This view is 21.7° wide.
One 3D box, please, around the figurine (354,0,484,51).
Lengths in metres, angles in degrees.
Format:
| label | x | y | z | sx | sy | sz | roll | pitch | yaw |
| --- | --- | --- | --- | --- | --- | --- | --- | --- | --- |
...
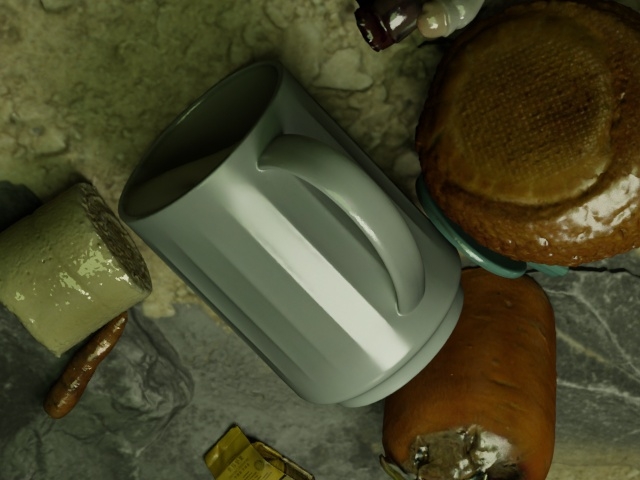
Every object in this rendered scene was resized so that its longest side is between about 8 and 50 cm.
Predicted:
| label | x | y | z | sx | sy | sz | roll | pitch | yaw |
| --- | --- | --- | --- | --- | --- | --- | --- | --- | --- |
| figurine | 0.180 | -0.335 | 1.652 | 0.365 | 0.218 | 0.206 | -23 | 152 | 9 |

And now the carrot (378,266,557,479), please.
| label | x | y | z | sx | sy | sz | roll | pitch | yaw |
| --- | --- | --- | --- | --- | --- | --- | --- | --- | --- |
| carrot | 0.164 | 0.208 | 1.882 | 0.193 | 0.331 | 0.214 | 33 | 126 | -22 |

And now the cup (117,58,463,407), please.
| label | x | y | z | sx | sy | sz | roll | pitch | yaw |
| --- | --- | --- | --- | --- | --- | --- | --- | --- | --- |
| cup | 0.000 | 0.000 | 1.739 | 0.327 | 0.323 | 0.237 | 46 | 68 | -21 |

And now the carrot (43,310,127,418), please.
| label | x | y | z | sx | sy | sz | roll | pitch | yaw |
| --- | --- | --- | --- | --- | --- | --- | --- | --- | --- |
| carrot | -0.271 | 0.142 | 1.931 | 0.035 | 0.036 | 0.165 | 30 | 107 | -18 |

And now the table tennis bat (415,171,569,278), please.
| label | x | y | z | sx | sy | sz | roll | pitch | yaw |
| --- | --- | --- | --- | --- | --- | --- | --- | --- | --- |
| table tennis bat | 0.195 | -0.008 | 1.847 | 0.244 | 0.153 | 0.040 | 22 | 121 | -42 |

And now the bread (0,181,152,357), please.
| label | x | y | z | sx | sy | sz | roll | pitch | yaw |
| --- | --- | --- | --- | --- | --- | --- | --- | --- | --- |
| bread | -0.277 | 0.033 | 1.822 | 0.141 | 0.134 | 0.148 | -33 | 101 | 10 |

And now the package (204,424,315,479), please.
| label | x | y | z | sx | sy | sz | roll | pitch | yaw |
| --- | --- | --- | --- | --- | --- | --- | --- | --- | --- |
| package | -0.072 | 0.287 | 2.012 | 0.131 | 0.047 | 0.071 | 38 | 110 | -22 |

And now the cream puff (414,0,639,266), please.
| label | x | y | z | sx | sy | sz | roll | pitch | yaw |
| --- | --- | --- | --- | --- | --- | --- | --- | --- | --- |
| cream puff | 0.263 | -0.106 | 1.737 | 0.303 | 0.303 | 0.212 | -37 | 148 | 12 |
